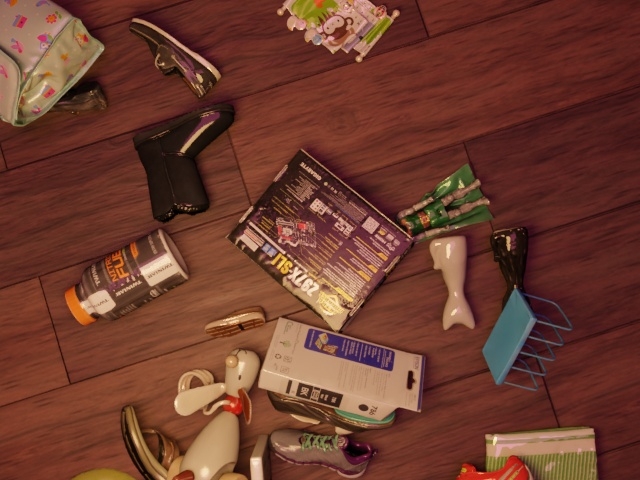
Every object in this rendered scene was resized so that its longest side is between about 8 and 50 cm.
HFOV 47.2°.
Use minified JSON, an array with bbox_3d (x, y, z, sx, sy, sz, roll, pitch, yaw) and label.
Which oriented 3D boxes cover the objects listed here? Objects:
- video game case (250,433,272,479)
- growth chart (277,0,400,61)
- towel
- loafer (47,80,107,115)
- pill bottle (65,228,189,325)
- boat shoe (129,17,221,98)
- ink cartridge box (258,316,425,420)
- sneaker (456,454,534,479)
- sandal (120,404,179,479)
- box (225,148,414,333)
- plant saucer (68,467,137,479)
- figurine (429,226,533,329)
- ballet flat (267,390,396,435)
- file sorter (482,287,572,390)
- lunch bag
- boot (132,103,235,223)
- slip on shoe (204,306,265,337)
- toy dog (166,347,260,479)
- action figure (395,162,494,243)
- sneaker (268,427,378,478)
[{"bbox_3d":[-0.116,0.519,1.486,0.026,0.227,0.206,-4,86,-1],"label":"video game case"},{"bbox_3d":[0.036,-0.509,1.658,0.237,0.021,0.172,34,88,3],"label":"growth chart"},{"bbox_3d":[0.484,0.572,1.580,0.247,0.038,0.325,-4,88,1],"label":"towel"},{"bbox_3d":[-0.556,-0.301,1.626,0.170,0.061,0.062,-7,44,15],"label":"loafer"},{"bbox_3d":[-0.416,0.086,1.564,0.245,0.130,0.130,-29,87,-2],"label":"pill bottle"},{"bbox_3d":[-0.334,-0.406,1.620,0.233,0.084,0.079,37,87,-1],"label":"boat shoe"},{"bbox_3d":[0.049,0.275,1.537,0.332,0.165,0.065,15,127,3],"label":"ink cartridge box"},{"bbox_3d":[0.314,0.536,1.550,0.279,0.107,0.118,-26,63,11],"label":"sneaker"},{"bbox_3d":[-0.332,0.478,1.561,0.086,0.120,0.303,-34,88,-30],"label":"sandal"},{"bbox_3d":[0.000,0.000,1.574,0.322,0.079,0.257,39,91,10],"label":"box"},{"bbox_3d":[-0.475,0.616,1.576,0.241,0.037,0.241,0,86,0],"label":"plant saucer"},{"bbox_3d":[0.352,0.086,1.589,0.215,0.092,0.209,-8,90,0],"label":"figurine"},{"bbox_3d":[0.022,0.359,1.568,0.280,0.095,0.096,16,129,11],"label":"ballet flat"},{"bbox_3d":[0.431,0.209,1.529,0.104,0.118,0.170,15,115,-12],"label":"file sorter"},{"bbox_3d":[-0.643,-0.395,1.568,0.223,0.160,0.262,35,84,18],"label":"lunch bag"},{"bbox_3d":[-0.274,-0.164,1.596,0.246,0.094,0.207,-20,83,6],"label":"boot"},{"bbox_3d":[-0.188,0.176,1.604,0.135,0.051,0.041,-16,47,7],"label":"slip on shoe"},{"bbox_3d":[-0.221,0.376,1.459,0.220,0.161,0.334,-15,63,17],"label":"toy dog"},{"bbox_3d":[0.252,-0.057,1.611,0.232,0.063,0.137,-27,90,2],"label":"action figure"},{"bbox_3d":[0.006,0.426,1.540,0.223,0.083,0.098,18,131,-13],"label":"sneaker"}]
